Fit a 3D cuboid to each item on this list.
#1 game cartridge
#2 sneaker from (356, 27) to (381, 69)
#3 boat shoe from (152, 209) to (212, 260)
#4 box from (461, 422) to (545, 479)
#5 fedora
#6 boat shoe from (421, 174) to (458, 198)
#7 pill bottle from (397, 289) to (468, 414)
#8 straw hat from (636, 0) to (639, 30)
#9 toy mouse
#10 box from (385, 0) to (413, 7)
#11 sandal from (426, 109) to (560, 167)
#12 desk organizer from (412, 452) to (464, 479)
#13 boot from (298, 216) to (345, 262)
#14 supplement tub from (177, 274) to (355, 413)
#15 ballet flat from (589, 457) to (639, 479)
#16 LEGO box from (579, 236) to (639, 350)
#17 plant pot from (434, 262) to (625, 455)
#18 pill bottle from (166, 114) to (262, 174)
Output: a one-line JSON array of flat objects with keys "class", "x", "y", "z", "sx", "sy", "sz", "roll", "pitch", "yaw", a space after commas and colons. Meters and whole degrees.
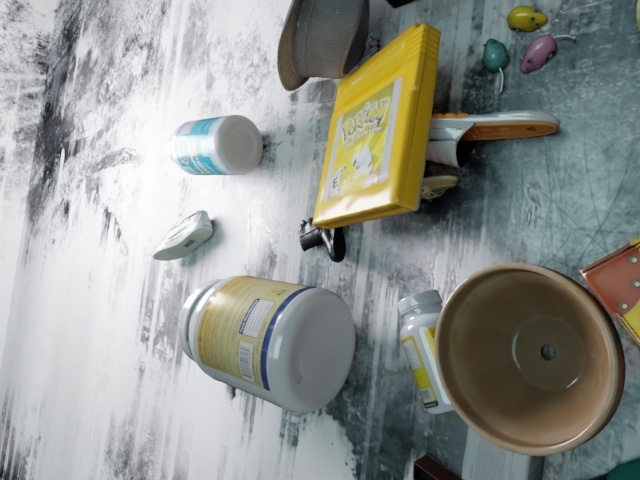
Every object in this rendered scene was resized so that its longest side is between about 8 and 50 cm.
[{"class": "game cartridge", "x": 0.090, "y": -0.192, "z": 0.797, "sx": 0.285, "sy": 0.053, "sz": 0.323, "roll": -11, "pitch": 69, "yaw": 61}, {"class": "sneaker", "x": 0.121, "y": -0.383, "z": 0.901, "sx": 0.069, "sy": 0.038, "sz": 0.098, "roll": 31, "pitch": 112, "yaw": 36}, {"class": "boat shoe", "x": -0.390, "y": -0.014, "z": 1.236, "sx": 0.228, "sy": 0.079, "sz": 0.081, "roll": -28, "pitch": 57, "yaw": 27}, {"class": "box", "x": 0.270, "y": 0.302, "z": 0.636, "sx": 0.087, "sy": 0.101, "sz": 0.101, "roll": 8, "pitch": 89, "yaw": 40}, {"class": "fedora", "x": 0.025, "y": -0.426, "z": 0.890, "sx": 0.124, "sy": 0.243, "sz": 0.275, "roll": 20, "pitch": 76, "yaw": 10}, {"class": "boat shoe", "x": 0.180, "y": -0.085, "z": 0.798, "sx": 0.153, "sy": 0.056, "sz": 0.048, "roll": -11, "pitch": 86, "yaw": 39}, {"class": "pill bottle", "x": 0.192, "y": 0.179, "z": 0.717, "sx": 0.103, "sy": 0.103, "sz": 0.184, "roll": -31, "pitch": 65, "yaw": 32}, {"class": "straw hat", "x": 0.502, "y": -0.322, "z": 0.568, "sx": 0.145, "sy": 0.061, "sz": 0.144, "roll": 2, "pitch": 93, "yaw": 54}, {"class": "toy mouse", "x": 0.325, "y": -0.319, "z": 0.728, "sx": 0.161, "sy": 0.031, "sz": 0.143, "roll": 32, "pitch": 104, "yaw": 37}, {"class": "box", "x": 0.154, "y": -0.529, "z": 0.710, "sx": 0.257, "sy": 0.322, "sz": 0.079, "roll": -3, "pitch": 83, "yaw": 39}, {"class": "sandal", "x": 0.244, "y": -0.163, "z": 0.726, "sx": 0.265, "sy": 0.102, "sz": 0.076, "roll": 5, "pitch": 84, "yaw": 37}, {"class": "desk organizer", "x": 0.208, "y": 0.407, "z": 0.704, "sx": 0.130, "sy": 0.050, "sz": 0.047, "roll": 23, "pitch": 98, "yaw": 39}, {"class": "boot", "x": 0.000, "y": 0.000, "z": 0.935, "sx": 0.099, "sy": 0.045, "sz": 0.121, "roll": -19, "pitch": 65, "yaw": 33}, {"class": "supplement tub", "x": -0.115, "y": 0.190, "z": 0.880, "sx": 0.316, "sy": 0.228, "sz": 0.228, "roll": 5, "pitch": 87, "yaw": 39}, {"class": "ballet flat", "x": 0.386, "y": 0.345, "z": 0.572, "sx": 0.213, "sy": 0.072, "sz": 0.068, "roll": -40, "pitch": 88, "yaw": 28}, {"class": "LEGO box", "x": 0.579, "y": 0.057, "z": 0.364, "sx": 0.500, "sy": 0.193, "sz": 0.372, "roll": -39, "pitch": 61, "yaw": 28}, {"class": "plant pot", "x": 0.282, "y": 0.152, "z": 0.586, "sx": 0.237, "sy": 0.110, "sz": 0.237, "roll": -18, "pitch": 67, "yaw": 50}, {"class": "pill bottle", "x": -0.286, "y": -0.241, "z": 1.134, "sx": 0.264, "sy": 0.146, "sz": 0.146, "roll": 6, "pitch": 87, "yaw": 40}]
